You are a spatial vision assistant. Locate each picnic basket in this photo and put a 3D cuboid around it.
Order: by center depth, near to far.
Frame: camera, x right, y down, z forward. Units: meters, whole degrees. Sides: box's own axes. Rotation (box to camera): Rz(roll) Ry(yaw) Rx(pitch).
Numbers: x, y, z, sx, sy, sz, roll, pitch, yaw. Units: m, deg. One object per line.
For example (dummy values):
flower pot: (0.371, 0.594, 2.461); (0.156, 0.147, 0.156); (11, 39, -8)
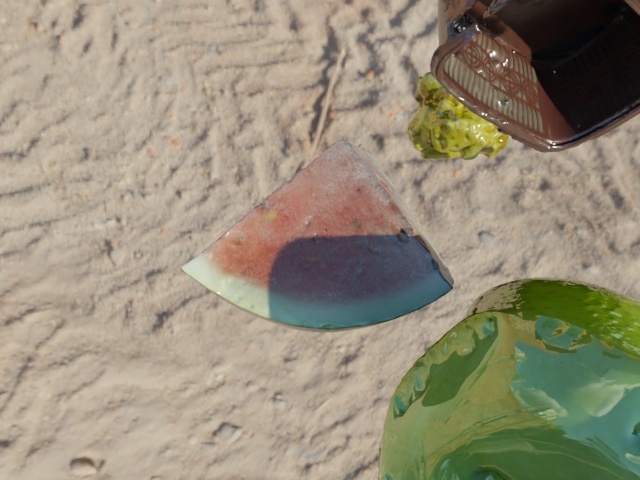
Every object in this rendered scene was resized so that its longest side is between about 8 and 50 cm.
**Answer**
picnic basket: (0.261, -0.234, 0.913); (0.297, 0.222, 0.129); (21, 46, -40)

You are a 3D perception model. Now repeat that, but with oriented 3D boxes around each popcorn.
popcorn: (0.245, -0.216, 1.417); (0.197, 0.197, 0.156); (10, 89, -2)

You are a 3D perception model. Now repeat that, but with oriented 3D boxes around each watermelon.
watermelon: (0.000, 0.000, 0.795); (0.260, 0.176, 0.256); (-36, 34, -11)

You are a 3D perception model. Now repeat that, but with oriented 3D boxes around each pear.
pear: (0.205, 0.181, 0.641); (0.238, 0.342, 0.318); (8, 51, -45)
